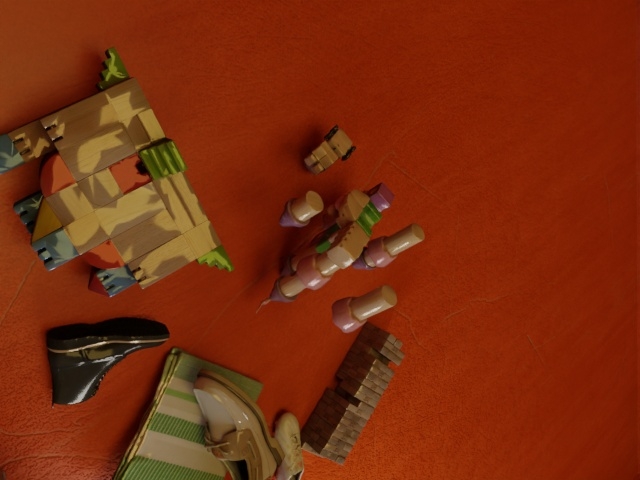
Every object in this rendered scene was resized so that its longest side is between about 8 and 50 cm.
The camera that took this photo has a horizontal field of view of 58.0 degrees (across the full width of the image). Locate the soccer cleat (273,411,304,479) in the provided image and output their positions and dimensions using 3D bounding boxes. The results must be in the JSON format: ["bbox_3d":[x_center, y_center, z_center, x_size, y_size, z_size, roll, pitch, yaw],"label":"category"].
[{"bbox_3d":[-0.066,0.487,1.317,0.068,0.076,0.196,-9,108,-37],"label":"soccer cleat"}]

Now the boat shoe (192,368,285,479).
[{"bbox_3d":[-0.167,0.378,1.122,0.103,0.113,0.302,-51,128,-35],"label":"boat shoe"}]

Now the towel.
[{"bbox_3d":[-0.264,0.399,1.134,0.248,0.038,0.325,36,70,-40],"label":"towel"}]

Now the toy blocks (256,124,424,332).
[{"bbox_3d":[0.000,0.000,1.166,0.309,0.260,0.288,49,39,-12],"label":"toy blocks"}]

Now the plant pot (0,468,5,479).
[{"bbox_3d":[-0.569,0.477,0.782,0.305,0.334,0.334,-11,110,-47],"label":"plant pot"}]

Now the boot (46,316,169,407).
[{"bbox_3d":[-0.369,0.213,1.007,0.198,0.077,0.137,0,108,-25],"label":"boot"}]

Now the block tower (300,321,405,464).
[{"bbox_3d":[0.078,0.371,1.388,0.091,0.097,0.335,40,78,-38],"label":"block tower"}]

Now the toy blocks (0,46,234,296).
[{"bbox_3d":[-0.338,-0.060,0.884,0.261,0.191,0.381,-31,114,-17],"label":"toy blocks"}]
